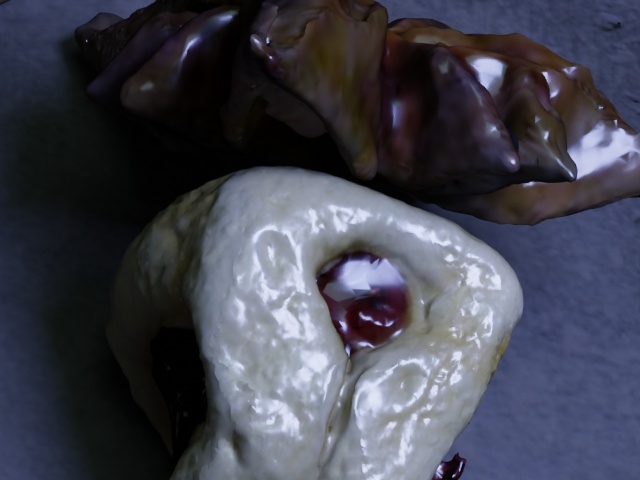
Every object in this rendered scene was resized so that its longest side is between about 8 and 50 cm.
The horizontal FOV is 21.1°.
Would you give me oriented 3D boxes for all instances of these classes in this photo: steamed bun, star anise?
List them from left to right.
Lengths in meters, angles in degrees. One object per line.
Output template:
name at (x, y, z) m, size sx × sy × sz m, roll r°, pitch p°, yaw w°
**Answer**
steamed bun at (-0.007, 0.071, 0.722) m, size 0.172 × 0.141 × 0.155 m, roll 15°, pitch 54°, yaw -15°
star anise at (0.006, -0.077, 0.785) m, size 0.350 × 0.292 × 0.109 m, roll 12°, pitch 86°, yaw -12°
